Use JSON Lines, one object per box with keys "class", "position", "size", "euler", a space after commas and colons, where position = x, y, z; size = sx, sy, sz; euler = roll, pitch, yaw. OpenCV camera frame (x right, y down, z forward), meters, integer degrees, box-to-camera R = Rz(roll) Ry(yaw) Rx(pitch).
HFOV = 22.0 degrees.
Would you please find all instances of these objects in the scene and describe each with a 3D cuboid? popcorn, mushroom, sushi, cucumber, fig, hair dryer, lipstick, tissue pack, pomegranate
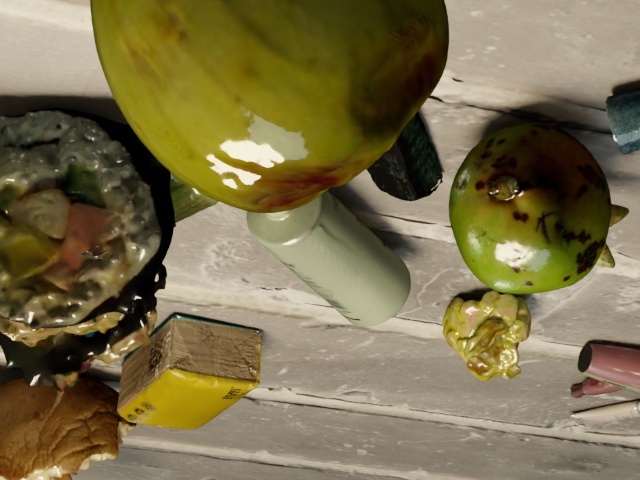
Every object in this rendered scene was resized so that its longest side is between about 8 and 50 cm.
{"class": "popcorn", "position": [0.183, 0.105, 1.832], "size": [0.097, 0.089, 0.109], "euler": [13, 156, -1]}
{"class": "mushroom", "position": [-0.300, 0.293, 2.013], "size": [0.208, 0.233, 0.301], "euler": [-36, 101, 27]}
{"class": "sushi", "position": [-0.240, 0.008, 1.497], "size": [0.225, 0.238, 0.218], "euler": [-9, 148, -7]}
{"class": "cucumber", "position": [0.057, -0.092, 1.483], "size": [0.070, 0.046, 0.220], "euler": [2, 155, 15]}
{"class": "fig", "position": [-0.047, -0.158, 1.170], "size": [0.239, 0.239, 0.271], "euler": [-27, 112, 43]}
{"class": "hair dryer", "position": [0.344, 0.170, 2.000], "size": [0.106, 0.054, 0.154], "euler": [12, 156, -12]}
{"class": "lipstick", "position": [0.360, -0.129, 1.392], "size": [0.234, 0.053, 0.053], "euler": [-16, 149, 25]}
{"class": "tissue pack", "position": [-0.156, 0.160, 1.945], "size": [0.120, 0.082, 0.169], "euler": [12, 151, -25]}
{"class": "pomegranate", "position": [0.212, -0.028, 1.497], "size": [0.220, 0.156, 0.156], "euler": [0, 160, -41]}

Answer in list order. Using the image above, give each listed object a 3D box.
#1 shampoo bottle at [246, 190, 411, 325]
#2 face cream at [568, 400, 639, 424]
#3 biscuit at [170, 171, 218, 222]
{"class": "shampoo bottle", "position": [0.000, 0.000, 1.618], "size": [0.085, 0.085, 0.262], "euler": [-12, 151, 24]}
{"class": "face cream", "position": [0.379, 0.224, 2.133], "size": [0.115, 0.020, 0.038], "euler": [-14, 151, 32]}
{"class": "biscuit", "position": [-0.230, -0.016, 1.646], "size": [0.322, 0.038, 0.099], "euler": [-21, 144, 36]}
